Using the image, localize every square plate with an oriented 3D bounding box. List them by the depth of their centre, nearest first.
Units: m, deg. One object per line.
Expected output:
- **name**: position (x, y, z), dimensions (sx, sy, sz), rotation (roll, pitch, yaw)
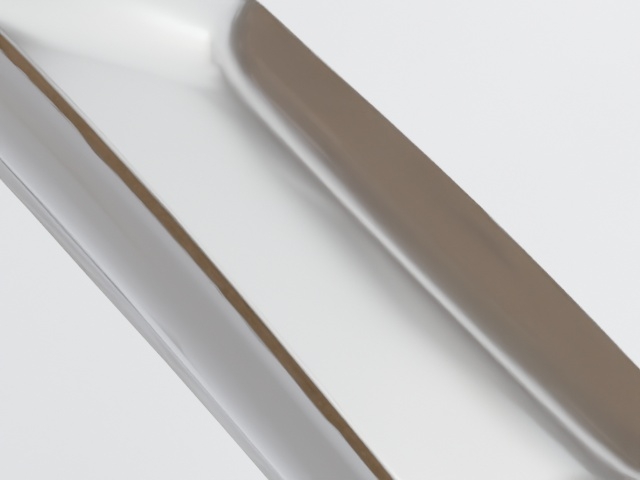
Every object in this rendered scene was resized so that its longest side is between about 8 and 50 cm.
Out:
- **square plate**: position (0.000, 0.000, 0.536), dimensions (0.344, 0.347, 0.049), rotation (46, -75, 18)
